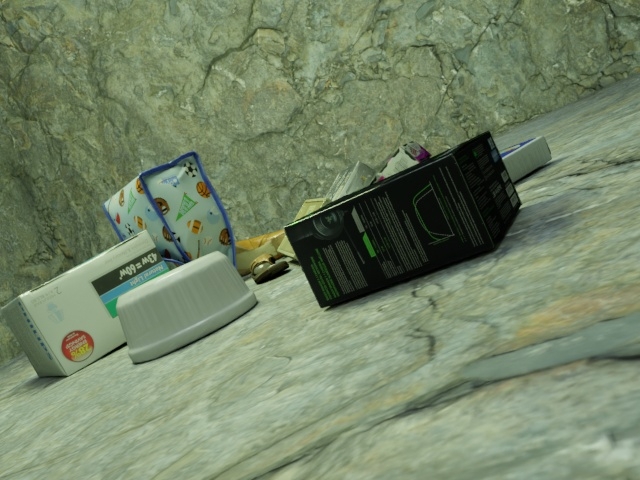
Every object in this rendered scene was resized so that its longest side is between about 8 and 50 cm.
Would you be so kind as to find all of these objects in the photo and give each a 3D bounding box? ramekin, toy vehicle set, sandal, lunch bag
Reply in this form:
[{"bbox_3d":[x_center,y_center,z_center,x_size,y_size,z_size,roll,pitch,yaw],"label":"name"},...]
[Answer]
[{"bbox_3d":[-0.270,0.121,1.305,0.273,0.127,0.273,-25,4,2],"label":"ramekin"},{"bbox_3d":[-0.039,-0.029,1.722,0.166,0.035,0.267,-61,12,-3],"label":"toy vehicle set"},{"bbox_3d":[-0.138,0.063,1.679,0.090,0.060,0.219,-26,5,-10],"label":"sandal"},{"bbox_3d":[-0.418,-0.009,1.917,0.239,0.385,0.328,-33,9,-35],"label":"lunch bag"}]

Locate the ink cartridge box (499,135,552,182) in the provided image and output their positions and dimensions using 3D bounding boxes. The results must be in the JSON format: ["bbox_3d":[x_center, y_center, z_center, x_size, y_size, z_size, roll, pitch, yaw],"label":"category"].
[{"bbox_3d":[0.279,-0.107,1.416,0.307,0.072,0.304,-30,8,-29],"label":"ink cartridge box"}]

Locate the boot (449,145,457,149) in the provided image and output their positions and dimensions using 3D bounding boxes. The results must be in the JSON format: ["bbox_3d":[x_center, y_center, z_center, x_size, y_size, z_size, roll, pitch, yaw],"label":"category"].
[{"bbox_3d":[0.410,-0.231,2.172,0.248,0.090,0.207,-32,-4,-46],"label":"boot"}]

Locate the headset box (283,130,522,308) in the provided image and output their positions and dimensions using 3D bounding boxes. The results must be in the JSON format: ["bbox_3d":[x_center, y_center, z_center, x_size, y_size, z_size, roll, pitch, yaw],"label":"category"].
[{"bbox_3d":[0.119,-0.031,0.970,0.283,0.131,0.246,-23,4,29],"label":"headset box"}]

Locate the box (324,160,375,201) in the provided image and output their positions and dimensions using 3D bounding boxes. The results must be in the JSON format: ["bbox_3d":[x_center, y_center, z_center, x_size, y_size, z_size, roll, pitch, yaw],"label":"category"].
[{"bbox_3d":[0.044,-0.090,1.765,0.231,0.056,0.183,-61,12,-9],"label":"box"}]

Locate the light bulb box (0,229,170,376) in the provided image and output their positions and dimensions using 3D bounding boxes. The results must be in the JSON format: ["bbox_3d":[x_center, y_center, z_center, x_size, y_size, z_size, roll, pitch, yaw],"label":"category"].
[{"bbox_3d":[-0.604,0.173,1.760,0.358,0.225,0.361,-33,8,-33],"label":"light bulb box"}]

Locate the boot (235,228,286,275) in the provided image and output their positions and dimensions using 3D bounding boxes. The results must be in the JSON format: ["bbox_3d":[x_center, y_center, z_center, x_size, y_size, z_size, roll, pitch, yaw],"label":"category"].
[{"bbox_3d":[-0.192,0.037,2.107,0.295,0.104,0.211,-19,1,13],"label":"boot"}]

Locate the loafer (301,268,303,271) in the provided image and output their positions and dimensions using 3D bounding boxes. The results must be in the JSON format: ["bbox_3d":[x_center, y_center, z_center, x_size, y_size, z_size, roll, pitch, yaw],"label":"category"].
[{"bbox_3d":[0.000,0.000,1.446,0.109,0.095,0.302,-24,5,9],"label":"loafer"}]

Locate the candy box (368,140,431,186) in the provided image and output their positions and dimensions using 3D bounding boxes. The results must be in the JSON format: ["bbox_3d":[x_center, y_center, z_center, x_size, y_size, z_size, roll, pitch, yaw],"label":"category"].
[{"bbox_3d":[0.185,-0.152,1.784,0.233,0.071,0.159,-52,-7,23],"label":"candy box"}]
